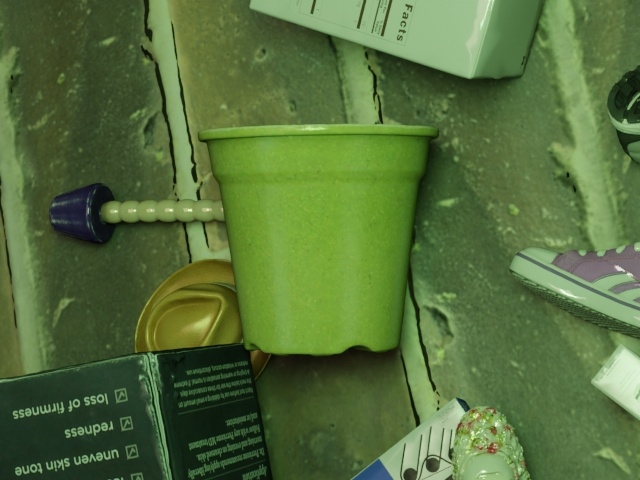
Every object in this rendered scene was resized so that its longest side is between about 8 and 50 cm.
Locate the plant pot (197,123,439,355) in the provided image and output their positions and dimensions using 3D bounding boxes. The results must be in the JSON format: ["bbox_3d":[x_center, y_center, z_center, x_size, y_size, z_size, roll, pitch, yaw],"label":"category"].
[{"bbox_3d":[0.000,0.000,1.850,0.276,0.276,0.254,-1,92,20],"label":"plant pot"}]

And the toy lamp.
[{"bbox_3d":[-0.207,-0.035,2.012,0.274,0.080,0.080,-1,79,21],"label":"toy lamp"}]

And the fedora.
[{"bbox_3d":[-0.150,0.108,1.962,0.194,0.079,0.194,-4,78,19],"label":"fedora"}]

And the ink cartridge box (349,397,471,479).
[{"bbox_3d":[0.108,0.281,1.850,0.207,0.046,0.097,-39,69,9],"label":"ink cartridge box"}]

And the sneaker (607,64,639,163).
[{"bbox_3d":[0.447,-0.169,1.791,0.271,0.108,0.100,-22,48,0],"label":"sneaker"}]

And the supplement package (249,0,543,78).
[{"bbox_3d":[0.099,-0.310,1.878,0.293,0.177,0.175,21,104,22],"label":"supplement package"}]

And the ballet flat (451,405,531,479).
[{"bbox_3d":[0.189,0.304,1.766,0.091,0.077,0.241,-5,96,3],"label":"ballet flat"}]

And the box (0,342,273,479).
[{"bbox_3d":[-0.301,0.388,1.814,0.479,0.297,0.472,-12,84,18],"label":"box"}]

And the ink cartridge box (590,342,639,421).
[{"bbox_3d":[0.367,0.177,1.744,0.135,0.099,0.056,38,93,21],"label":"ink cartridge box"}]

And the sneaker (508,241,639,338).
[{"bbox_3d":[0.360,0.025,1.784,0.282,0.102,0.161,19,83,12],"label":"sneaker"}]
